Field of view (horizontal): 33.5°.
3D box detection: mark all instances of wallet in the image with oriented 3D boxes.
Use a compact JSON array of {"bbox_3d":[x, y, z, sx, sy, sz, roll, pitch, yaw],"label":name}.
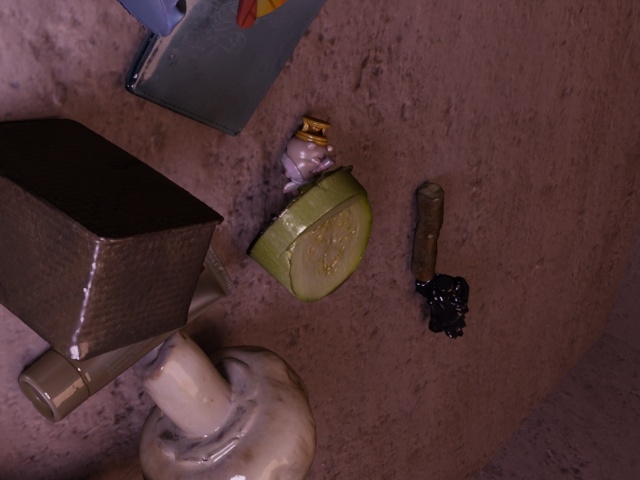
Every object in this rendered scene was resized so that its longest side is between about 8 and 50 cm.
[{"bbox_3d":[-0.109,-0.286,1.363,0.290,0.054,0.251,-57,149,8],"label":"wallet"}]

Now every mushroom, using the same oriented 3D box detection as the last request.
[{"bbox_3d":[-0.176,0.273,1.639,0.314,0.314,0.336,-49,126,-18],"label":"mushroom"}]

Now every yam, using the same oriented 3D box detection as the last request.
[{"bbox_3d":[0.219,-0.011,2.187,0.061,0.061,0.253,-40,148,-32],"label":"yam"}]

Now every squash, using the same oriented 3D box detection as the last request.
[{"bbox_3d":[-0.002,-0.013,1.675,0.220,0.133,0.220,-39,165,-13],"label":"squash"}]

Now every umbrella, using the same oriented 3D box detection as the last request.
[{"bbox_3d":[0.278,0.136,2.375,0.110,0.122,0.272,-32,158,-2],"label":"umbrella"}]

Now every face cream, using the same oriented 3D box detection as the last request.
[{"bbox_3d":[-0.264,0.113,1.481,0.341,0.084,0.137,-41,114,-32],"label":"face cream"}]

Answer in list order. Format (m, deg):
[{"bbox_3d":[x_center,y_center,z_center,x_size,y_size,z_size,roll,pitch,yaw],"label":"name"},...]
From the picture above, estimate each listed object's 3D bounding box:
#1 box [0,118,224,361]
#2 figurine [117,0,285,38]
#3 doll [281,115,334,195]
[{"bbox_3d":[-0.267,-0.013,1.136,0.184,0.273,0.143,-16,131,-53],"label":"box"},{"bbox_3d":[-0.077,-0.399,1.108,0.388,0.248,0.276,-40,138,-12],"label":"figurine"},{"bbox_3d":[-0.016,-0.124,1.650,0.073,0.084,0.127,-4,114,-57],"label":"doll"}]
